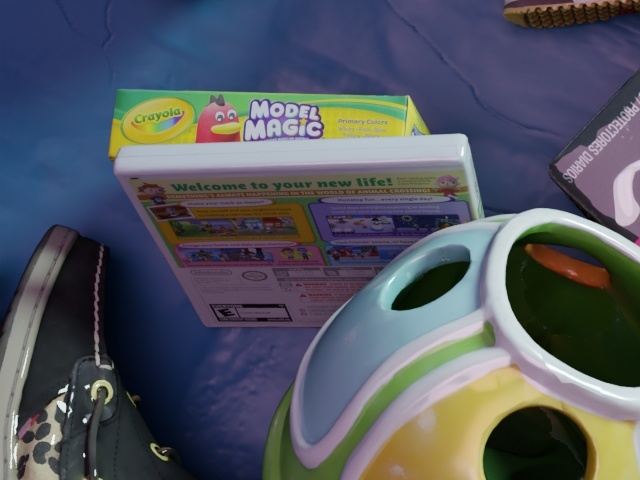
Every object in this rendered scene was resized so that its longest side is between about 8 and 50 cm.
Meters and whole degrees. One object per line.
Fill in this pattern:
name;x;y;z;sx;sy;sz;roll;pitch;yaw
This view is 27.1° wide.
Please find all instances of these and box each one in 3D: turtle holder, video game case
turtle holder;0.081;0.121;0.719;0.243;0.320;0.227;42;131;18
video game case;0.000;0.000;0.842;0.212;0.193;0.023;-1;57;14

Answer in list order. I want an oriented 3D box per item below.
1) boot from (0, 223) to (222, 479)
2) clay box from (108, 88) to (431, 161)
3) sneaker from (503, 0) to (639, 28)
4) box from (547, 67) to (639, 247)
boot;-0.086;0.169;0.860;0.284;0.138;0.377;11;45;-12
clay box;-0.011;-0.057;0.871;0.222;0.127;0.053;2;80;14
sneaker;0.207;-0.189;0.855;0.185;0.069;0.084;-4;87;12
box;0.289;-0.004;0.785;0.270;0.143;0.165;44;98;12
